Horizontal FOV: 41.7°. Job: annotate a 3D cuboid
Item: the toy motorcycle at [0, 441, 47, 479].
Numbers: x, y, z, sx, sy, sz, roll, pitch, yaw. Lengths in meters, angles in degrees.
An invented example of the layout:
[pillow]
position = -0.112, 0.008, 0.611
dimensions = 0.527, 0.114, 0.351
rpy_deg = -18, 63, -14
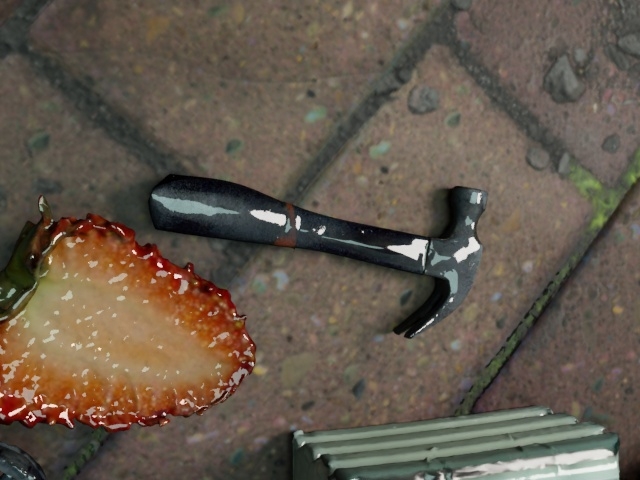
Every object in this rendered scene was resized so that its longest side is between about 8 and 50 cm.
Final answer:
[toy motorcycle]
position = -0.330, 0.135, 0.564
dimensions = 0.173, 0.108, 0.307
rpy_deg = -40, 106, -2

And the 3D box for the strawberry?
[strawberry]
position = -0.163, 0.074, 0.626
dimensions = 0.208, 0.087, 0.167
rpy_deg = 39, 80, -33

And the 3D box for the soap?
[soap]
position = 0.107, 0.203, 0.684
dimensions = 0.261, 0.150, 0.094
rpy_deg = -3, 92, -17

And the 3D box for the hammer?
[hammer]
position = 0.000, 0.000, 0.693
dimensions = 0.289, 0.037, 0.137
rpy_deg = 10, 89, -19
